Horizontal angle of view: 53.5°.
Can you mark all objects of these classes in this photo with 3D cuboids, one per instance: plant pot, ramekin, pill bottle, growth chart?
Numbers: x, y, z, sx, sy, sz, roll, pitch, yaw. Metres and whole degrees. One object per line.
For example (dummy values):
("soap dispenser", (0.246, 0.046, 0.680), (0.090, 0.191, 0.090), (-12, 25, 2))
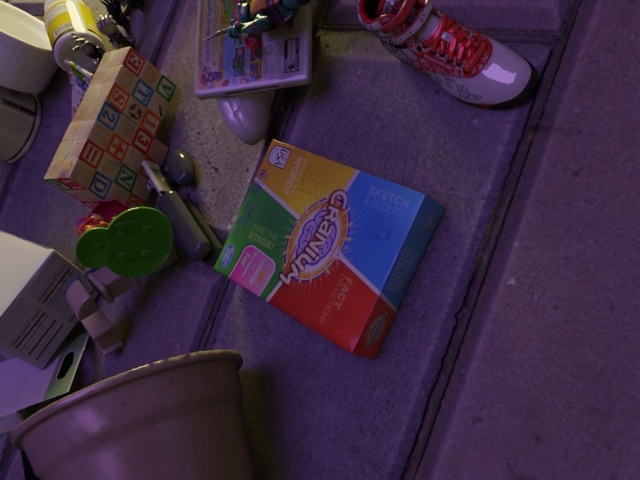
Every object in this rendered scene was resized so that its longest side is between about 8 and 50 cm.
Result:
("plant pot", (-0.212, 0.360, 0.880), (0.334, 0.334, 0.305), (-33, 70, 24))
("ramekin", (-0.788, -0.489, 1.588), (0.277, 0.277, 0.135), (47, 112, 37))
("pill bottle", (-0.603, -0.510, 1.548), (0.119, 0.119, 0.208), (-41, 55, 19))
("growth chart", (-0.540, -0.279, 1.439), (0.172, 0.021, 0.237), (27, 117, 43))

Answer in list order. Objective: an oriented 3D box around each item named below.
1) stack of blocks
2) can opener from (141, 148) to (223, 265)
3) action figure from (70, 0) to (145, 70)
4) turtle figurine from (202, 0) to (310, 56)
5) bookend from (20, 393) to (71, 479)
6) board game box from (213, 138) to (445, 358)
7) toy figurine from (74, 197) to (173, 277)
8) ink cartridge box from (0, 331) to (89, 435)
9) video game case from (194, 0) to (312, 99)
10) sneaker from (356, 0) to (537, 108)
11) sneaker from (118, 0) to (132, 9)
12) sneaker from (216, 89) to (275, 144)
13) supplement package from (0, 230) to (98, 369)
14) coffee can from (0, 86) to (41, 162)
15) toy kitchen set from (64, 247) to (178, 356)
("stack of blocks", (-0.394, -0.207, 1.258), (0.087, 0.171, 0.297), (2, 66, 37))
("can opener", (-0.254, -0.071, 1.175), (0.093, 0.074, 0.280), (-45, 54, 16))
("action figure", (-0.471, -0.438, 1.415), (0.164, 0.141, 0.275), (-14, 65, 32))
("turtle figurine", (-0.077, -0.385, 0.989), (0.234, 0.118, 0.175), (-13, 71, 32))
("bookend", (-0.484, 0.399, 1.197), (0.157, 0.072, 0.156), (-42, 54, 19))
("board game box", (0.000, 0.000, 0.968), (0.317, 0.064, 0.242), (25, 91, 39))
("toy figurine", (-0.376, -0.017, 1.130), (0.159, 0.173, 0.130), (28, 119, 45))
("ink cartridge box", (-0.565, 0.287, 1.263), (0.235, 0.056, 0.171), (-18, 34, 10))
("video game case", (-0.113, -0.358, 1.074), (0.207, 0.026, 0.226), (-4, 79, 18))
("sneaker", (0.163, -0.275, 0.883), (0.270, 0.145, 0.090), (41, 101, 38))
("sneaker", (-0.390, -0.652, 1.431), (0.302, 0.121, 0.108), (-34, 58, 23))
("sneaker", (-0.095, -0.324, 1.116), (0.169, 0.108, 0.292), (-23, 62, 33))
("supplement package", (-0.628, 0.114, 1.312), (0.262, 0.145, 0.204), (13, 62, 39))
("coffee can", (-0.886, -0.334, 1.602), (0.202, 0.275, 0.201), (-13, 68, 34))
("toy kitchen set", (-0.376, 0.089, 1.225), (0.207, 0.166, 0.122), (-33, 50, -20))
